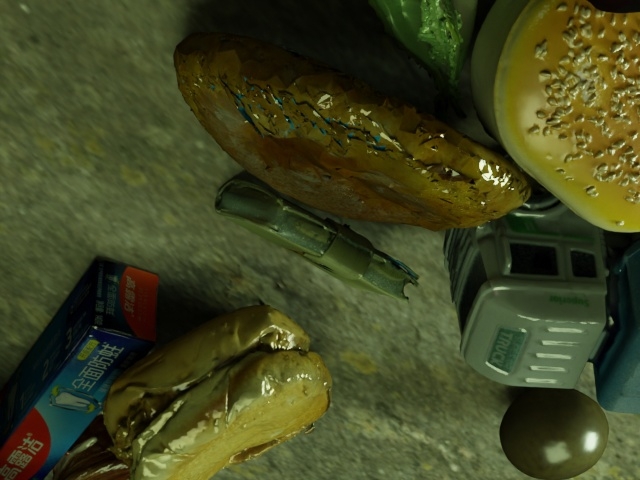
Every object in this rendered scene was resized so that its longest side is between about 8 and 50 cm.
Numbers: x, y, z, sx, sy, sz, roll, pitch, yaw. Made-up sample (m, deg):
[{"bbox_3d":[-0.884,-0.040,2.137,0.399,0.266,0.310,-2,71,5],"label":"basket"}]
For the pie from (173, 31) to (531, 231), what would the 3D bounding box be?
[{"bbox_3d":[0.016,-0.071,1.011,0.273,0.069,0.273,19,169,4],"label":"pie"}]

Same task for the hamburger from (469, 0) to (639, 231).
[{"bbox_3d":[0.200,-0.105,0.974,0.210,0.173,0.116,37,166,-35],"label":"hamburger"}]

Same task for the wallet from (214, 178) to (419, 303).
[{"bbox_3d":[0.000,0.000,1.163,0.155,0.039,0.110,28,175,-31],"label":"wallet"}]

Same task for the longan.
[{"bbox_3d":[0.227,0.187,1.381,0.113,0.092,0.113,-13,162,-4],"label":"longan"}]

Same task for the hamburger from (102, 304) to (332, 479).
[{"bbox_3d":[-0.092,0.147,1.264,0.214,0.108,0.214,-24,159,-10],"label":"hamburger"}]

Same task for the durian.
[{"bbox_3d":[0.068,-0.160,0.947,0.086,0.100,0.215,-9,151,10],"label":"durian"}]

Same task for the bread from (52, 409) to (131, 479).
[{"bbox_3d":[-0.199,0.233,1.446,0.160,0.073,0.160,-8,147,-5],"label":"bread"}]

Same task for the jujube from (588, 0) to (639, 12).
[{"bbox_3d":[0.232,-0.281,0.693,0.258,0.258,0.376,26,122,-27],"label":"jujube"}]

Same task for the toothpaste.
[{"bbox_3d":[-0.245,0.138,1.339,0.066,0.076,0.320,17,139,-23],"label":"toothpaste"}]

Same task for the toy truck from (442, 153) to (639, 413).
[{"bbox_3d":[0.286,0.038,1.132,0.367,0.175,0.146,4,143,-2],"label":"toy truck"}]
